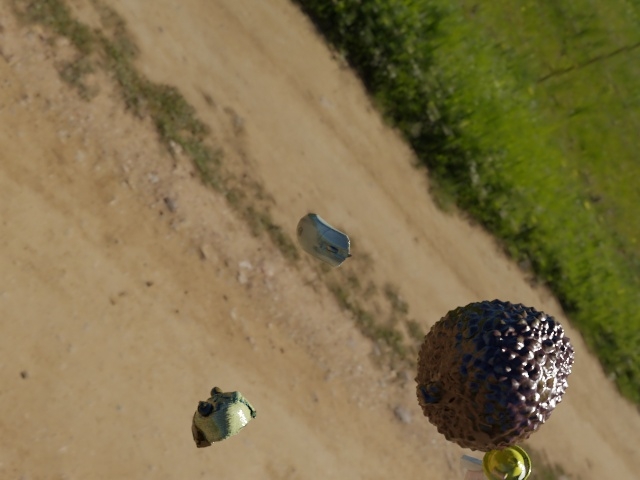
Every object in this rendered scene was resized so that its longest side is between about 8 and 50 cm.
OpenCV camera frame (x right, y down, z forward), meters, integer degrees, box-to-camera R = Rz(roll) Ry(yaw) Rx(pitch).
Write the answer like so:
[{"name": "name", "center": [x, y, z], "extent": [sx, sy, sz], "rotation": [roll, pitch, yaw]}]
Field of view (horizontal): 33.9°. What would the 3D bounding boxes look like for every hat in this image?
[{"name": "hat", "center": [-0.128, 0.220, 1.333], "extent": [0.077, 0.076, 0.059], "rotation": [-31, 100, -55]}]

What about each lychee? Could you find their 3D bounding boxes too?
[{"name": "lychee", "center": [0.269, 0.203, 1.621], "extent": [0.271, 0.236, 0.235], "rotation": [-22, 85, -25]}]

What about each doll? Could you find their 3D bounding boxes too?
[{"name": "doll", "center": [0.288, 0.387, 1.716], "extent": [0.129, 0.207, 0.081], "rotation": [33, 62, 9]}]

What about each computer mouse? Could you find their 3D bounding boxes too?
[{"name": "computer mouse", "center": [0.000, 0.000, 1.524], "extent": [0.110, 0.055, 0.032], "rotation": [32, 20, 35]}]
